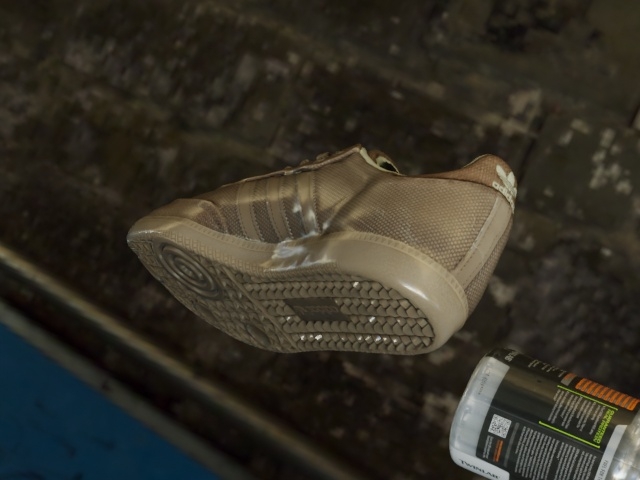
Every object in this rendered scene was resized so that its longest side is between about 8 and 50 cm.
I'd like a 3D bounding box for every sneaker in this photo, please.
[{"bbox_3d":[0.000,0.000,0.518,0.188,0.071,0.066,7,141,50],"label":"sneaker"}]

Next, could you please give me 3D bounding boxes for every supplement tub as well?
[{"bbox_3d":[0.220,0.178,1.187,0.190,0.117,0.117,22,-179,22],"label":"supplement tub"}]
